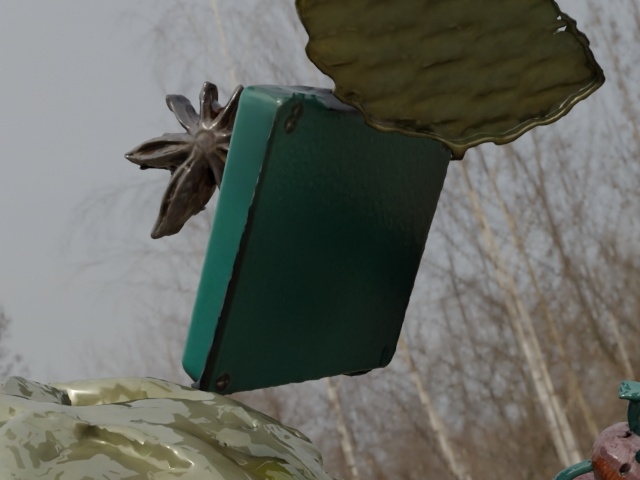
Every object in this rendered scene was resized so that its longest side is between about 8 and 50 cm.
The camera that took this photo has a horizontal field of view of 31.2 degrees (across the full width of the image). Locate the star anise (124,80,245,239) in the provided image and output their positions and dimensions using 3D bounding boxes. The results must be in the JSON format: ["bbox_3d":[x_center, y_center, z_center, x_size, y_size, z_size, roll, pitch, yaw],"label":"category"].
[{"bbox_3d":[-0.144,-0.108,1.534,0.257,0.198,0.110,-20,-6,23],"label":"star anise"}]

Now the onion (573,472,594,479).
[{"bbox_3d":[0.498,0.362,1.555,0.420,0.398,0.398,6,-9,23],"label":"onion"}]

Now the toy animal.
[{"bbox_3d":[0.248,0.221,1.002,0.103,0.100,0.208,18,-63,-9],"label":"toy animal"}]

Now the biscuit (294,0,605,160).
[{"bbox_3d":[0.075,-0.167,0.788,0.187,0.036,0.273,-30,-55,1],"label":"biscuit"}]

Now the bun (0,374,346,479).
[{"bbox_3d":[-0.124,0.178,0.598,0.365,0.219,0.365,-6,-9,-1],"label":"bun"}]

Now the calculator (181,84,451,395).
[{"bbox_3d":[0.000,0.000,0.912,0.058,0.248,0.274,22,16,33],"label":"calculator"}]
